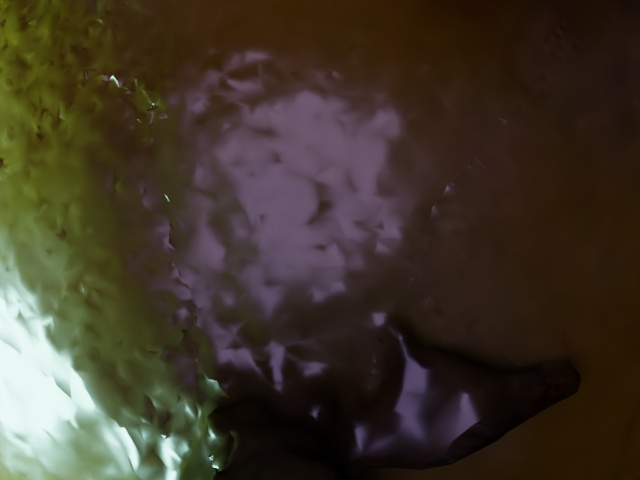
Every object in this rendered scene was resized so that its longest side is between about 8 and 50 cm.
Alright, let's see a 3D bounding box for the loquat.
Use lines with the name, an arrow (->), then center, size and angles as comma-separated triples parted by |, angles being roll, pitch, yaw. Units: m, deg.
loquat -> 0.000, 0.000, 0.550 | 0.328, 0.359, 0.328 | 2, 125, 4
